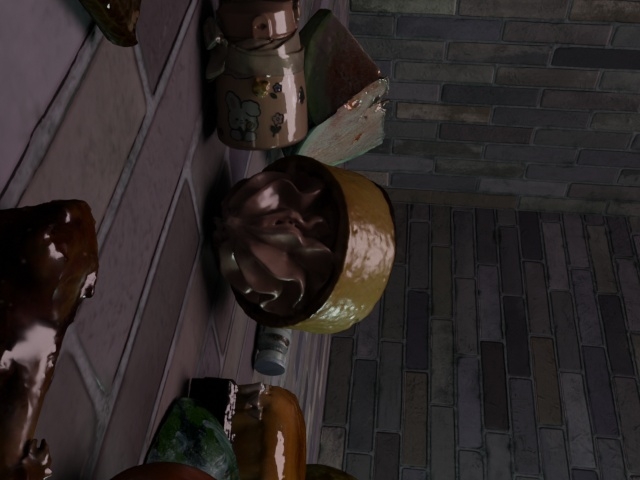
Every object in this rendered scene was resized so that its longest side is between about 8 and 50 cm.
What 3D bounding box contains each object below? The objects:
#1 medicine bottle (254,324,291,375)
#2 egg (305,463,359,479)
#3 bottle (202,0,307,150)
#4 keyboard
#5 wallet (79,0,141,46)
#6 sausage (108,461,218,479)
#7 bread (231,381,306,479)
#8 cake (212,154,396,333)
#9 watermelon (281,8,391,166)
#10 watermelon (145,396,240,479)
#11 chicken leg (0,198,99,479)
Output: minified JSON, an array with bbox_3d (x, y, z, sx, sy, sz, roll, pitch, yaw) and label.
[{"bbox_3d":[-0.065,0.110,1.139,0.051,0.051,0.191,87,8,-54],"label":"medicine bottle"},{"bbox_3d":[-0.002,0.448,1.076,0.289,0.238,0.238,-111,-162,-55],"label":"egg"},{"bbox_3d":[-0.061,-0.168,0.704,0.099,0.098,0.152,-78,167,-61],"label":"bottle"},{"bbox_3d":[-0.106,0.224,0.683,0.018,0.060,0.196,17,75,-50],"label":"keyboard"},{"bbox_3d":[-0.117,-0.199,0.329,0.243,0.039,0.133,72,29,-79],"label":"wallet"},{"bbox_3d":[-0.088,0.246,0.468,0.133,0.133,0.259,-77,168,-63],"label":"sausage"},{"bbox_3d":[-0.072,0.228,0.819,0.241,0.106,0.136,79,13,-75],"label":"bread"},{"bbox_3d":[-0.041,-0.002,0.792,0.207,0.178,0.185,38,-72,55],"label":"cake"},{"bbox_3d":[0.021,-0.203,1.133,0.305,0.180,0.224,52,52,-80],"label":"watermelon"},{"bbox_3d":[-0.117,0.197,0.627,0.101,0.080,0.155,42,44,-38],"label":"watermelon"},{"bbox_3d":[-0.125,0.114,0.264,0.113,0.093,0.305,118,-26,-55],"label":"chicken leg"}]
